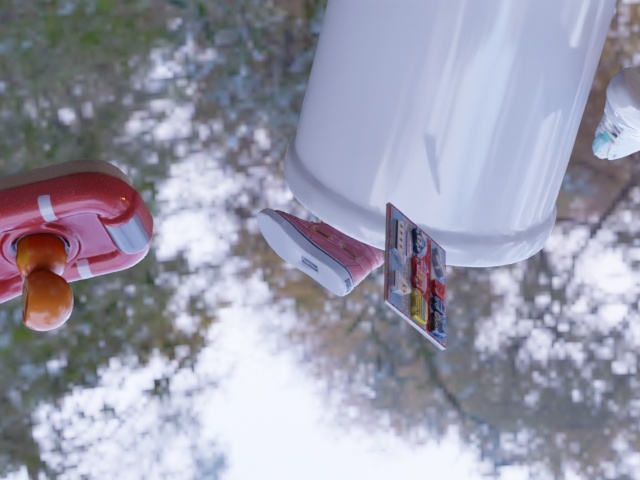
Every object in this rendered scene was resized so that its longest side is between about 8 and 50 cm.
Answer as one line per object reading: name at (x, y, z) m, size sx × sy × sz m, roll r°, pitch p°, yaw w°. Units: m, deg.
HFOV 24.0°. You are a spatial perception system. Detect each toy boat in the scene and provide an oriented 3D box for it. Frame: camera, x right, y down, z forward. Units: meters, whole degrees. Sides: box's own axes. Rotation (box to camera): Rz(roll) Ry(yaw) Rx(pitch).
toy boat at (-0.283, 0.023, 1.514) m, size 0.231 × 0.151 × 0.151 m, roll -13°, pitch -125°, yaw 7°

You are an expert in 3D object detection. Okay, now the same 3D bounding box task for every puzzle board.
puzzle board at (0.097, 0.034, 1.498) m, size 0.011 × 0.096 × 0.128 m, roll -26°, pitch -139°, yaw 30°

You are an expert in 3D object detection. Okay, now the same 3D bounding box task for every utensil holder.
utensil holder at (0.154, -0.216, 1.695) m, size 0.327 × 0.386 × 0.328 m, roll 10°, pitch -151°, yaw -6°

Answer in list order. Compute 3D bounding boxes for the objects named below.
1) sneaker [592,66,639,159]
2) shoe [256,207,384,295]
sneaker at (0.322, -0.121, 1.579) m, size 0.094 × 0.080 × 0.212 m, roll -33°, pitch 166°, yaw 18°
shoe at (0.000, 0.000, 2.001) m, size 0.081 × 0.063 × 0.178 m, roll -35°, pitch -125°, yaw -28°
